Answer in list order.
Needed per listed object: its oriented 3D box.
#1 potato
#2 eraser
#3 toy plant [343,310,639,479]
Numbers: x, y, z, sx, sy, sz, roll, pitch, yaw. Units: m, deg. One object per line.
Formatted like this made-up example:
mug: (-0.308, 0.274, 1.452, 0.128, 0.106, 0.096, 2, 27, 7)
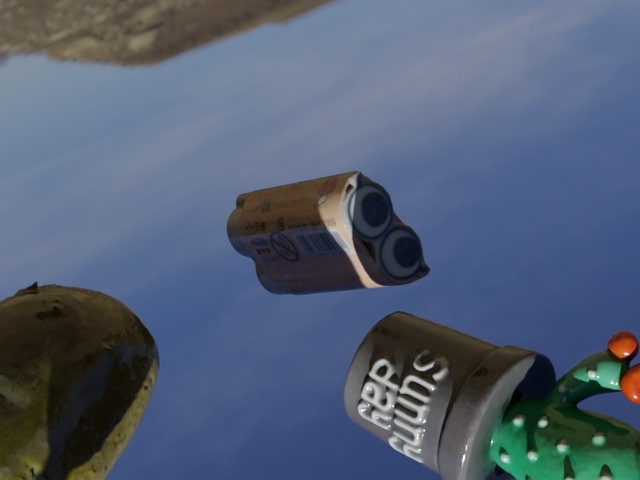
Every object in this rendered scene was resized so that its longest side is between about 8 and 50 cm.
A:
potato: (-0.341, 0.182, 1.644, 0.359, 0.270, 0.219, -51, -173, -38)
eraser: (0.000, 0.000, 2.003, 0.087, 0.171, 0.290, -45, -160, -29)
toy plant: (0.218, 0.225, 1.657, 0.400, 0.185, 0.279, 23, -114, 31)
